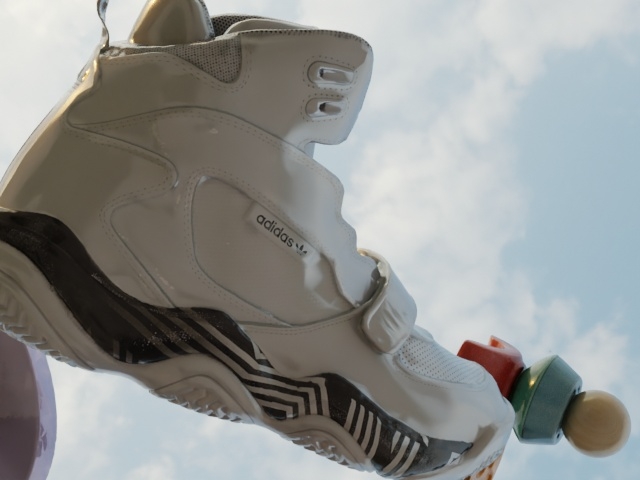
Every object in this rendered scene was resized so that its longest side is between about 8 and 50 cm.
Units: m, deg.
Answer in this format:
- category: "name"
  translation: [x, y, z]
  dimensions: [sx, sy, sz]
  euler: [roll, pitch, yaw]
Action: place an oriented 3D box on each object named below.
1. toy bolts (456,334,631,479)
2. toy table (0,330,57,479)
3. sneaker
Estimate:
- category: "toy bolts"
  translation: [0.200, 0.213, 0.827]
  dimensions: [0.158, 0.218, 0.229]
  euler: [22, -76, 28]
- category: "toy table"
  translation: [-0.369, 0.121, 0.782]
  dimensions: [0.252, 0.161, 0.274]
  euler: [-49, -118, 5]
- category: "sneaker"
  translation: [0.000, 0.000, 0.500]
  dimensions: [0.365, 0.137, 0.210]
  euler: [24, -85, -25]
